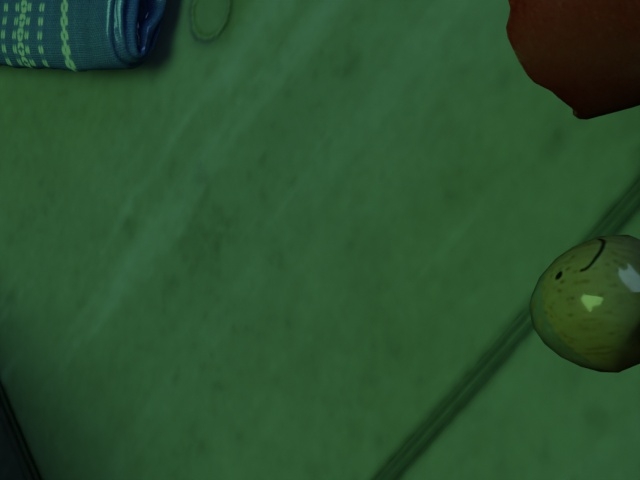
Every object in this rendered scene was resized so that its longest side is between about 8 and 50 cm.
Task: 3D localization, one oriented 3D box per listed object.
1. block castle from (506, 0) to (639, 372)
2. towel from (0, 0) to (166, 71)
[{"bbox_3d":[0.000,0.000,0.288,0.213,0.453,0.303,-11,77,38],"label":"block castle"},{"bbox_3d":[-0.167,-0.210,0.798,0.336,0.040,0.243,10,93,49],"label":"towel"}]
